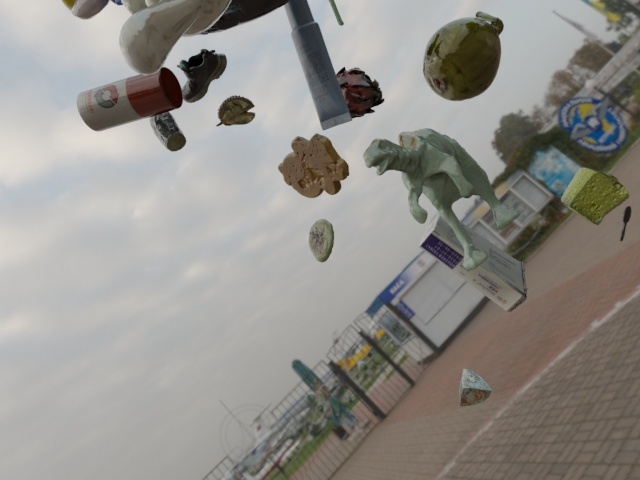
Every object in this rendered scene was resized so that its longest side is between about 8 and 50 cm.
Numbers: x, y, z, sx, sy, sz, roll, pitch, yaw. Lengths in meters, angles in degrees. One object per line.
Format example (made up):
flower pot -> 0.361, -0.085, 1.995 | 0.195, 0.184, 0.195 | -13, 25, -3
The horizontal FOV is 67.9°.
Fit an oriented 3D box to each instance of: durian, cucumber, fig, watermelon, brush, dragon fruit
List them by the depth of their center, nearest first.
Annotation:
fig -> 0.283, -0.346, 0.891 | 0.186, 0.142, 0.148 | -29, 11, -5
watermelon -> 0.336, 0.330, 1.082 | 0.085, 0.085, 0.061 | -49, -42, 13
brush -> 0.700, -0.038, 1.093 | 0.024, 0.008, 0.083 | 0, -75, -22
cucumber -> -0.374, -0.267, 1.161 | 0.064, 0.112, 0.064 | -26, -28, -15
durian -> -0.279, -0.413, 1.523 | 0.140, 0.071, 0.110 | -31, -49, 4
dragon fruit -> 0.112, -0.504, 1.628 | 0.189, 0.182, 0.182 | -28, 0, 38

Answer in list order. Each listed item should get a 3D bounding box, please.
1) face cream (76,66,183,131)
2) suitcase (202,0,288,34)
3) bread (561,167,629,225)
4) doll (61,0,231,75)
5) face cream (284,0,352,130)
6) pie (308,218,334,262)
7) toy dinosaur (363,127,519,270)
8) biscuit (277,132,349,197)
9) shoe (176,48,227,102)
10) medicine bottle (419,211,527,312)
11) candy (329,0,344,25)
face cream -> -0.430, -0.319, 1.078 | 0.214, 0.095, 0.096 | -11, -5, 14
suitcase -> -0.244, -0.695, 1.128 | 0.339, 0.188, 0.345 | -39, -56, -31
bread -> 0.672, -0.113, 1.176 | 0.114, 0.129, 0.111 | -55, -5, 14
doll -> -0.262, -0.463, 0.777 | 0.376, 0.366, 0.187 | -44, -34, -27
face cream -> -0.014, -0.524, 1.404 | 0.086, 0.385, 0.136 | -31, 17, -37
pie -> 0.000, -0.002, 0.883 | 0.021, 0.084, 0.084 | 2, -39, -30
toy dinosaur -> 0.196, -0.077, 0.683 | 0.092, 0.205, 0.393 | -41, -8, 34
biscuit -> -0.022, -0.193, 1.283 | 0.035, 0.184, 0.249 | -46, 10, -32
shoe -> -0.328, -0.439, 1.240 | 0.169, 0.071, 0.099 | -38, -31, 24
medicine bottle -> 0.292, 0.027, 0.901 | 0.052, 0.201, 0.171 | -56, -4, 27
candy -> -0.017, -0.679, 1.135 | 0.093, 0.335, 0.092 | -20, 20, 23
